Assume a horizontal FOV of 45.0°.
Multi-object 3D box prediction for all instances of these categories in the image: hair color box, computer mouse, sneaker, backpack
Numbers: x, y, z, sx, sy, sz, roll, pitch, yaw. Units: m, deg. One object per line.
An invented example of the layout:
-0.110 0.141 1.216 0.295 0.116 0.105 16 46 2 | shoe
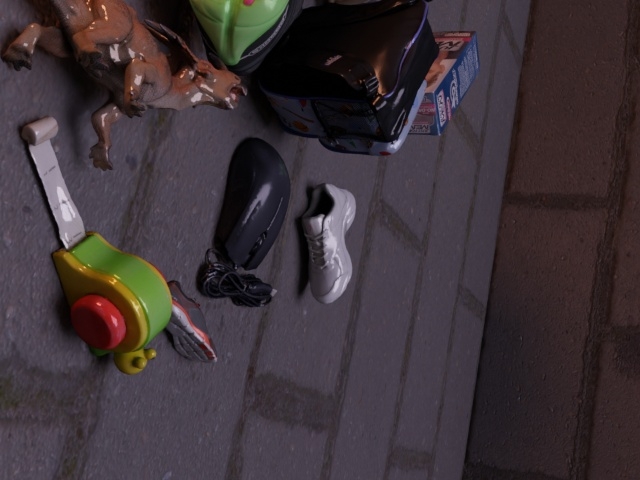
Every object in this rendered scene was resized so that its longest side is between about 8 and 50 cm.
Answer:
0.232 -0.360 1.741 0.347 0.173 0.105 -55 141 -47 | hair color box
-0.097 -0.031 1.231 0.188 0.072 0.273 27 70 -62 | computer mouse
0.000 0.000 1.442 0.115 0.090 0.232 28 60 -55 | sneaker
-0.088 -0.439 1.118 0.202 0.185 0.483 108 0 -59 | sneaker
0.041 -0.272 1.262 0.277 0.263 0.213 -62 152 -32 | backpack
-0.181 0.116 1.099 0.158 0.061 0.065 68 30 -44 | sneaker

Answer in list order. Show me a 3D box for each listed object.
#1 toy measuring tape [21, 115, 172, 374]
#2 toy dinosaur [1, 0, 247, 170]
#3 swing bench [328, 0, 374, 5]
-0.243 0.019 0.888 0.121 0.121 0.330 -48 136 -52 | toy measuring tape
-0.229 -0.223 0.881 0.296 0.127 0.200 53 39 -38 | toy dinosaur
0.141 -0.536 1.428 0.253 0.254 0.165 -56 142 -45 | swing bench
